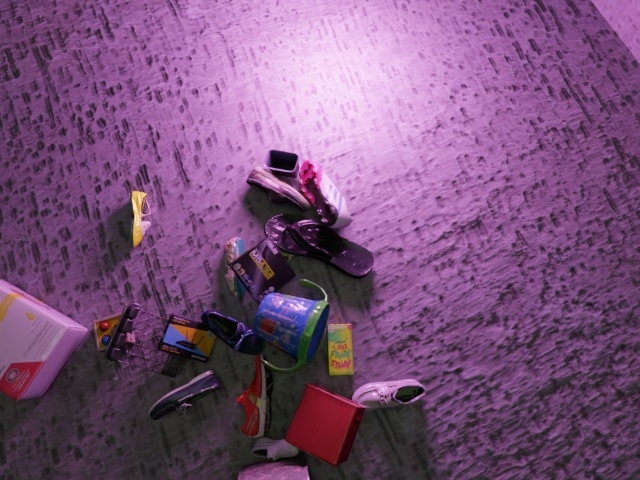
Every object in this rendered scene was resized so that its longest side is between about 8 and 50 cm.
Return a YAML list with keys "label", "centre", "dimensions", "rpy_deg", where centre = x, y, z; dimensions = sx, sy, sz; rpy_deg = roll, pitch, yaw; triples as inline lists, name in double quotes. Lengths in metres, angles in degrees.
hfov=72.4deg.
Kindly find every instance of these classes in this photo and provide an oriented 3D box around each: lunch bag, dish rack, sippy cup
- label: "lunch bag"
  centre: [-0.140, 0.799, 1.378]
  dimensions: [0.234, 0.287, 0.169]
  rpy_deg: [-10, 76, -6]
- label: "dish rack"
  centre: [-0.592, 0.363, 1.553]
  dimensions: [0.271, 0.074, 0.209]
  rpy_deg: [28, 73, -28]
- label: "sippy cup"
  centre: [-0.109, 0.296, 1.557]
  dimensions: [0.223, 0.305, 0.240]
  rpy_deg: [19, 116, 13]

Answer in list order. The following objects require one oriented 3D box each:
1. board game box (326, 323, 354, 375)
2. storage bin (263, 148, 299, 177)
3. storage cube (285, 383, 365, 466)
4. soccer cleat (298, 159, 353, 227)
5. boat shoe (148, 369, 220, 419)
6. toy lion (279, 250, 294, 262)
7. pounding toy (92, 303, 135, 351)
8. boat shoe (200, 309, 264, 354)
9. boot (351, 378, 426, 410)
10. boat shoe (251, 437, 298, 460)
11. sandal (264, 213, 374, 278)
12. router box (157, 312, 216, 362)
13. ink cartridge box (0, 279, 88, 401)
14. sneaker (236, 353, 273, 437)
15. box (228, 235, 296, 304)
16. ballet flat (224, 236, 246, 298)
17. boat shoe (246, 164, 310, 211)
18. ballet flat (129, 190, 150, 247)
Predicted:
- label: "board game box"
  centre: [0.072, 0.404, 1.617]
  dimensions: [0.092, 0.043, 0.182]
  rpy_deg: [-1, 75, -3]
- label: "storage bin"
  centre: [-0.146, -0.307, 1.761]
  dimensions: [0.135, 0.091, 0.099]
  rpy_deg: [12, 75, 12]
- label: "storage cube"
  centre: [0.021, 0.614, 1.468]
  dimensions: [0.214, 0.184, 0.193]
  rpy_deg: [17, 74, 20]
- label: "soccer cleat"
  centre: [0.020, -0.180, 1.748]
  dimensions: [0.143, 0.116, 0.332]
  rpy_deg: [7, 49, -45]
- label: "boat shoe"
  centre: [-0.472, 0.556, 1.529]
  dimensions: [0.254, 0.095, 0.079]
  rpy_deg: [-29, 67, -19]
- label: "toy lion"
  centre: [-0.167, 0.064, 1.705]
  dimensions: [0.100, 0.034, 0.096]
  rpy_deg: [36, 83, 6]
- label: "pounding toy"
  centre: [-0.734, 0.315, 1.573]
  dimensions: [0.141, 0.100, 0.130]
  rpy_deg: [-16, 77, -7]
- label: "boat shoe"
  centre: [-0.314, 0.338, 1.563]
  dimensions: [0.258, 0.089, 0.109]
  rpy_deg: [29, 69, -16]
- label: "boot"
  centre: [0.241, 0.544, 1.546]
  dimensions: [0.257, 0.123, 0.095]
  rpy_deg: [-13, 76, -6]
- label: "boat shoe"
  centre: [-0.157, 0.706, 1.466]
  dimensions: [0.184, 0.063, 0.066]
  rpy_deg: [-5, 114, 34]
- label: "sandal"
  centre: [0.002, -0.001, 1.675]
  dimensions: [0.444, 0.107, 0.168]
  rpy_deg: [21, 63, 0]
- label: "router box"
  centre: [-0.471, 0.349, 1.562]
  dimensions: [0.178, 0.046, 0.134]
  rpy_deg: [26, 72, -29]
- label: "ink cartridge box"
  centre: [-1.081, 0.335, 1.520]
  dimensions: [0.384, 0.160, 0.280]
  rpy_deg: [28, 76, 5]
- label: "sneaker"
  centre: [-0.236, 0.543, 1.539]
  dimensions: [0.118, 0.107, 0.280]
  rpy_deg: [-1, 73, 7]
- label: "box"
  centre: [-0.215, 0.110, 1.634]
  dimensions: [0.184, 0.045, 0.191]
  rpy_deg: [-37, 102, -18]
- label: "ballet flat"
  centre: [-0.327, 0.107, 1.669]
  dimensions: [0.077, 0.091, 0.241]
  rpy_deg: [-12, 69, 25]
- label: "boat shoe"
  centre: [-0.171, -0.189, 1.737]
  dimensions: [0.285, 0.103, 0.092]
  rpy_deg: [36, 82, 10]
- label: "ballet flat"
  centre: [-0.701, -0.085, 1.699]
  dimensions: [0.077, 0.077, 0.231]
  rpy_deg: [-2, 73, -20]
